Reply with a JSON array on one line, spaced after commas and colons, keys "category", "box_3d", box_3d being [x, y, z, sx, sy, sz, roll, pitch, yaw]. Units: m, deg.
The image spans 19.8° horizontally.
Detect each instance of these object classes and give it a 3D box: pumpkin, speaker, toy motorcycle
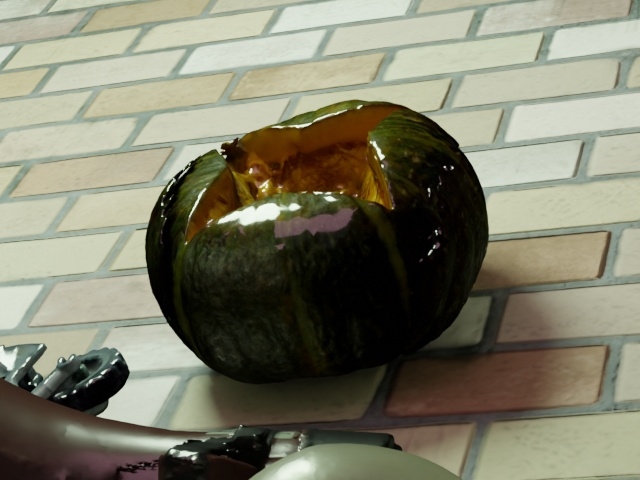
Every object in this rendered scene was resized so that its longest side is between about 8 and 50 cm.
[{"category": "pumpkin", "box_3d": [0.000, 0.000, 1.657, 0.320, 0.192, 0.320, -13, 29, 8]}, {"category": "speaker", "box_3d": [-0.118, 0.166, 1.349, 0.329, 0.259, 0.198, -7, 50, 14]}, {"category": "toy motorcycle", "box_3d": [-0.293, 0.165, 1.601, 0.270, 0.106, 0.159, -16, 29, 28]}]

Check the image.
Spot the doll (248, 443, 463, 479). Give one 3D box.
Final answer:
[{"category": "doll", "box_3d": [0.049, 0.270, 1.102, 0.226, 0.215, 0.370, 0, 24, -5]}]
